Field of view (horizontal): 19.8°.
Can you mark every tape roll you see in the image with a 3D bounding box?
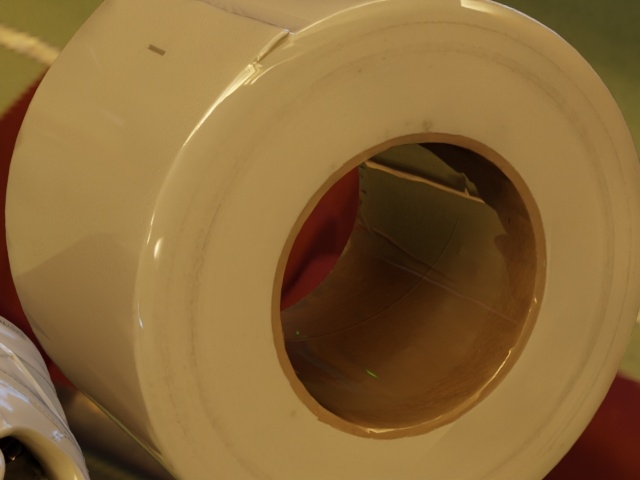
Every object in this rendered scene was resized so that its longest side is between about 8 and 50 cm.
[{"bbox_3d":[0.000,0.000,0.821,0.246,0.246,0.169,-24,25,-20],"label":"tape roll"}]

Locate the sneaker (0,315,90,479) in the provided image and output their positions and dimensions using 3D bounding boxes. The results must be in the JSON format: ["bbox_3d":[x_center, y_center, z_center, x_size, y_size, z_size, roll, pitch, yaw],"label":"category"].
[{"bbox_3d":[-0.223,0.066,0.847,0.114,0.305,0.152,-55,43,12],"label":"sneaker"}]
